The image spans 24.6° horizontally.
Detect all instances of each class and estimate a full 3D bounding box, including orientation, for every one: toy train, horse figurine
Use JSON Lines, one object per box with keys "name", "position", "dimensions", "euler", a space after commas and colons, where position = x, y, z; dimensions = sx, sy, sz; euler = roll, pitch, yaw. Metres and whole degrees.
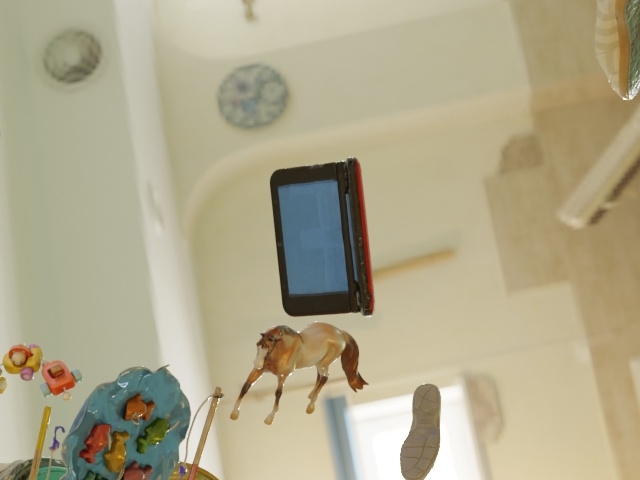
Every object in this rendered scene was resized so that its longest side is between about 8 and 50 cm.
{"name": "toy train", "position": [-0.414, 0.186, 1.988], "dimensions": [0.125, 0.166, 0.046], "euler": [-127, 21, -49]}
{"name": "horse figurine", "position": [-0.027, 0.180, 2.142], "dimensions": [0.066, 0.263, 0.174], "euler": [37, 119, 36]}

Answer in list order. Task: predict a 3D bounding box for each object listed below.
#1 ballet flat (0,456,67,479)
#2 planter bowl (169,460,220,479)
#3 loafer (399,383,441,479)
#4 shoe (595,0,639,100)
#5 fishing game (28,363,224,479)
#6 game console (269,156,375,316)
{"name": "ballet flat", "position": [-0.502, 0.404, 2.194], "dimensions": [0.483, 0.182, 0.164], "euler": [-2, -76, -77]}
{"name": "planter bowl", "position": [-0.188, 0.401, 1.915], "dimensions": [0.090, 0.217, 0.217], "euler": [175, 83, -67]}
{"name": "loafer", "position": [0.119, 0.226, 1.678], "dimensions": [0.039, 0.045, 0.125], "euler": [70, -153, -53]}
{"name": "shoe", "position": [0.402, -0.275, 1.956], "dimensions": [0.058, 0.076, 0.219], "euler": [28, 154, 30]}
{"name": "fishing game", "position": [-0.196, 0.218, 1.526], "dimensions": [0.264, 0.041, 0.189], "euler": [7, -77, -54]}
{"name": "game console", "position": [0.000, 0.000, 1.355], "dimensions": [0.124, 0.085, 0.144], "euler": [-144, 48, -89]}
